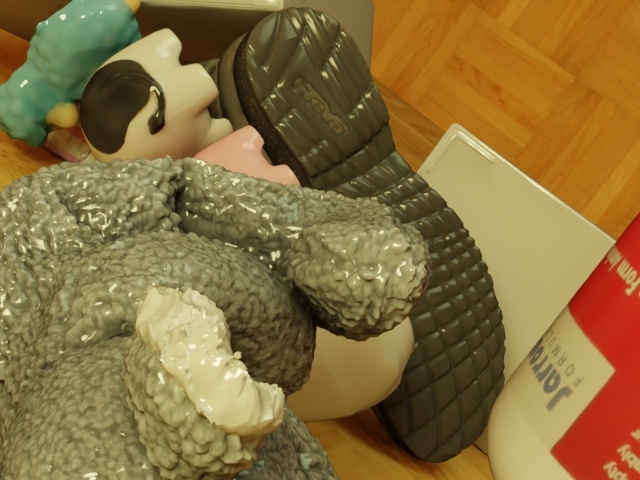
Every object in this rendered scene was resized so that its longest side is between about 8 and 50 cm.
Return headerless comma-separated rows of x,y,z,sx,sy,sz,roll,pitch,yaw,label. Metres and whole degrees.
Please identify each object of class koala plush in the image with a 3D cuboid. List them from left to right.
-0.064,0.076,0.463,0.203,0.196,0.221,20,18,-14,koala plush

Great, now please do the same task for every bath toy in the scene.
-0.083,-0.009,0.806,0.348,0.129,0.151,48,-14,30,bath toy

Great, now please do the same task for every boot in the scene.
0.000,0.000,0.940,0.223,0.118,0.338,-15,-82,63,boot

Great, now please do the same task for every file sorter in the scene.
0.175,0.063,1.046,0.278,0.192,0.173,38,11,9,file sorter

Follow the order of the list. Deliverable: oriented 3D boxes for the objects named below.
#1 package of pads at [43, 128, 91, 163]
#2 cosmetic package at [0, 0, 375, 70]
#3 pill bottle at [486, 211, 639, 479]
-0.194,-0.087,0.992,0.050,0.032,0.083,36,13,-4,package of pads
-0.123,-0.205,1.061,0.285,0.097,0.377,4,-1,11,cosmetic package
0.236,0.082,0.654,0.229,0.407,0.229,34,13,-9,pill bottle
